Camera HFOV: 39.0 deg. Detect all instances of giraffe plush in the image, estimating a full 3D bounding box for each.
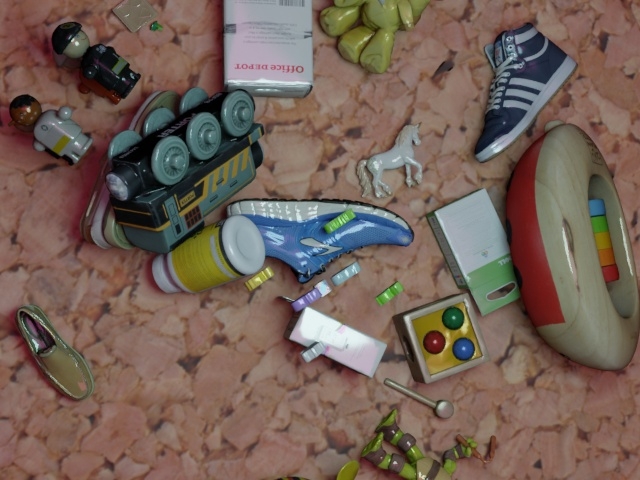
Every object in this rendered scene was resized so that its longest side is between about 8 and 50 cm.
[{"bbox_3d":[0.127,-0.426,1.629,0.181,0.210,0.170,52,50,1],"label":"giraffe plush"}]

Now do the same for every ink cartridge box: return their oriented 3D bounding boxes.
[{"bbox_3d":[0.005,0.165,1.567,0.198,0.115,0.067,27,82,-5],"label":"ink cartridge box"},{"bbox_3d":[0.288,0.022,1.654,0.109,0.062,0.209,-25,90,-11],"label":"ink cartridge box"},{"bbox_3d":[-0.096,-0.369,1.609,0.158,0.092,0.218,0,83,-10],"label":"ink cartridge box"}]

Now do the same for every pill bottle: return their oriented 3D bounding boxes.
[{"bbox_3d":[-0.191,0.030,1.514,0.184,0.103,0.103,-20,88,30],"label":"pill bottle"}]

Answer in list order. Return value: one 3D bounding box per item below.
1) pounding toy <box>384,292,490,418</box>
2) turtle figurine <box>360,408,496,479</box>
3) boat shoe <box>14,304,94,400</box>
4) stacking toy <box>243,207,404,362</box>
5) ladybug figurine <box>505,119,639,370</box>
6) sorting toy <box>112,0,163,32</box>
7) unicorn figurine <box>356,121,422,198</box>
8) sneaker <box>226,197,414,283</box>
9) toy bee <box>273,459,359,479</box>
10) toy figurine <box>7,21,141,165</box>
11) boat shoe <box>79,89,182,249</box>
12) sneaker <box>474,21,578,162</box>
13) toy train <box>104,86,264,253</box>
[{"bbox_3d":[0.204,0.220,1.607,0.181,0.094,0.206,-18,88,-11],"label":"pounding toy"},{"bbox_3d":[0.188,0.399,1.589,0.217,0.087,0.269,40,53,2],"label":"turtle figurine"},{"bbox_3d":[-0.450,0.191,1.508,0.068,0.072,0.190,-40,93,-11],"label":"boat shoe"},{"bbox_3d":[0.010,0.074,1.489,0.221,0.052,0.167,-35,91,-10],"label":"stacking toy"},{"bbox_3d":[0.438,0.011,1.597,0.162,0.305,0.449,-14,80,34],"label":"ladybug figurine"},{"bbox_3d":[-0.322,-0.398,1.612,0.062,0.012,0.083,-42,89,-15],"label":"sorting toy"},{"bbox_3d":[0.140,-0.145,1.645,0.162,0.060,0.111,-21,89,-11],"label":"unicorn figurine"},{"bbox_3d":[0.000,0.000,1.590,0.330,0.130,0.147,1,95,-3],"label":"sneaker"},{"bbox_3d":[0.052,0.486,1.548,0.298,0.162,0.195,42,111,8],"label":"toy bee"},{"bbox_3d":[-0.414,-0.238,1.483,0.148,0.213,0.209,37,85,-17],"label":"toy figurine"},{"bbox_3d":[-0.324,-0.128,1.534,0.103,0.113,0.302,3,61,32],"label":"boat shoe"},{"bbox_3d":[0.340,-0.282,1.670,0.153,0.099,0.282,44,73,-8],"label":"sneaker"},{"bbox_3d":[-0.214,-0.124,1.487,0.334,0.142,0.190,-43,133,-43],"label":"toy train"}]
